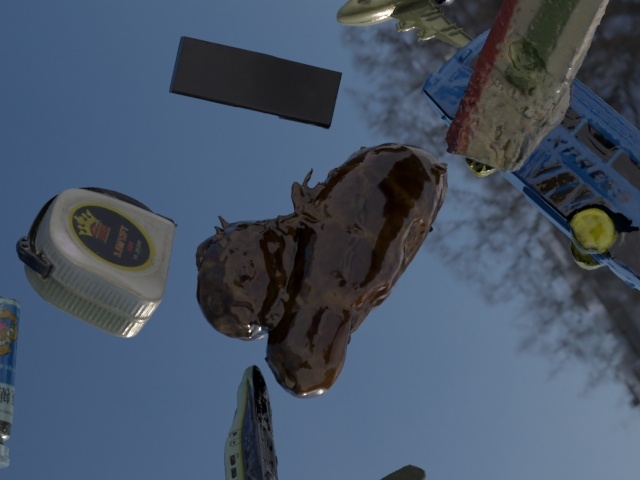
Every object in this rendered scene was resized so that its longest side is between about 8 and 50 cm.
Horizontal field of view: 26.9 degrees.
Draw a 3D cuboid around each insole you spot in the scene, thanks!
[{"bbox_3d":[0.039,0.305,1.509,0.063,0.192,0.010,18,128,56],"label":"insole"}]

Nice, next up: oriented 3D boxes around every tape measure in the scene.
[{"bbox_3d":[-0.358,0.015,2.115,0.231,0.133,0.271,28,-148,-16],"label":"tape measure"}]

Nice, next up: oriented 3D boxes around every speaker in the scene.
[{"bbox_3d":[-0.087,-0.210,1.785,0.218,0.082,0.044,11,-175,-13],"label":"speaker"}]

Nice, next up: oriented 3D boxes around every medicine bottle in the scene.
[{"bbox_3d":[-0.369,0.159,1.508,0.051,0.051,0.191,28,-125,-52],"label":"medicine bottle"}]

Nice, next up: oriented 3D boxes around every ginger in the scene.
[{"bbox_3d":[0.000,0.000,1.695,0.254,0.176,0.418,31,-124,14],"label":"ginger"}]

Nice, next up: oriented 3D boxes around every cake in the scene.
[{"bbox_3d":[0.199,-0.172,1.215,0.086,0.220,0.117,26,-156,11],"label":"cake"}]

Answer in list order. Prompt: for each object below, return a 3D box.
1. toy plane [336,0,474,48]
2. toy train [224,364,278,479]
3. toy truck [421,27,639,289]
[{"bbox_3d":[0.140,-0.356,1.891,0.092,0.244,0.229,89,165,-69],"label":"toy plane"},{"bbox_3d":[-0.079,0.239,1.507,0.234,0.051,0.052,-100,-16,-45],"label":"toy train"},{"bbox_3d":[0.301,-0.097,1.629,0.385,0.162,0.161,42,-178,15],"label":"toy truck"}]
